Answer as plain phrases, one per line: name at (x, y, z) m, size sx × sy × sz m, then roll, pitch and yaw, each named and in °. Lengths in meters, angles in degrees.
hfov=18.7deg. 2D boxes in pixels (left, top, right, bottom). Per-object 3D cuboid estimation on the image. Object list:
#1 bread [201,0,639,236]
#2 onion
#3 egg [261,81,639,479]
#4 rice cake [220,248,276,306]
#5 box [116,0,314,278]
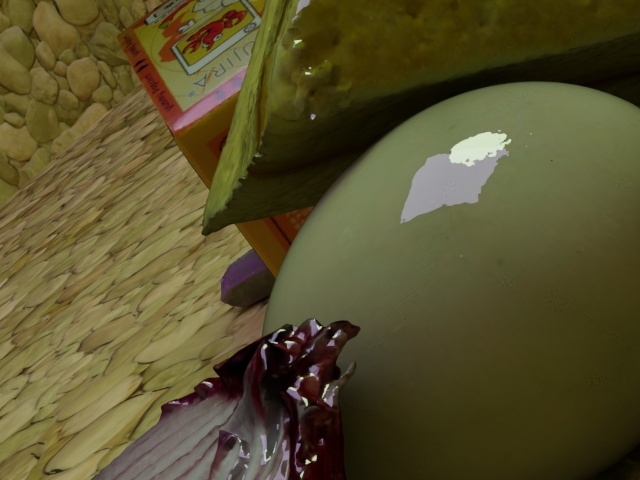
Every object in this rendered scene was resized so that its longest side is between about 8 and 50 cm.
bread at (0.152, -0.095, 1.029) m, size 0.233 × 0.361 × 0.245 m, roll 128°, pitch 157°, yaw -69°
onion at (-0.047, 0.165, 0.827) m, size 0.283 × 0.120 × 0.227 m, roll -53°, pitch 25°, yaw 1°
egg at (0.076, 0.033, 0.904) m, size 0.241 × 0.186 × 0.186 m, roll -44°, pitch 8°, yaw 23°
rice cake at (0.000, 0.000, 1.575) m, size 0.206 × 0.036 × 0.047 m, roll -28°, pitch 19°, yaw 29°
box at (0.029, -0.127, 1.454) m, size 0.283 × 0.214 × 0.259 m, roll -35°, pitch 27°, yaw 0°
